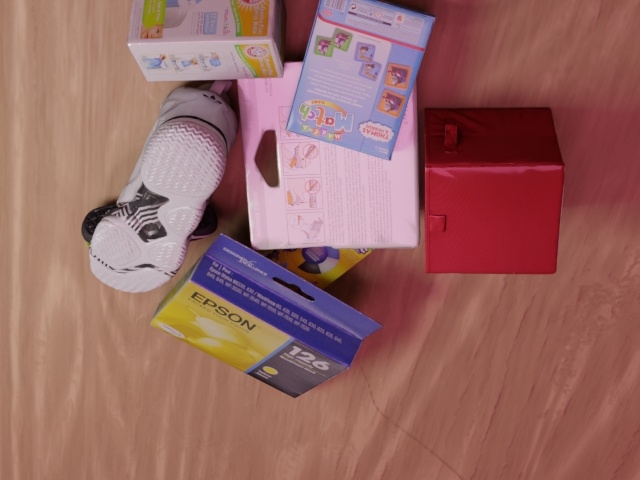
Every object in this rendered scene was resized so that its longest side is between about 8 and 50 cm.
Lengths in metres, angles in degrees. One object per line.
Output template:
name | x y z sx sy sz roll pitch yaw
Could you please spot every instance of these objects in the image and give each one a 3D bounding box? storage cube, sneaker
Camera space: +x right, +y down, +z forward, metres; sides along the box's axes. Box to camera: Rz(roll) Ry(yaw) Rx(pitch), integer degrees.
storage cube | 0.249 -0.076 1.448 0.193 0.183 0.215 1 123 6
sneaker | -0.279 -0.019 1.625 0.235 0.084 0.097 -2 148 9
sneaker | -0.227 -0.086 1.488 0.137 0.210 0.366 28 129 -11

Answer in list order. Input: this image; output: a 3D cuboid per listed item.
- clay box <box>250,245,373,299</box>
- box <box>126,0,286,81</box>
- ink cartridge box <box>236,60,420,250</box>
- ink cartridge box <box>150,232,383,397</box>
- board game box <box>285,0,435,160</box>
clay box | 0.000 0.000 1.603 0.127 0.053 0.222 42 118 -17
box | -0.153 -0.298 1.371 0.203 0.114 0.103 0 159 7
ink cartridge box | 0.017 -0.133 1.472 0.261 0.066 0.296 -1 110 6
ink cartridge box | -0.099 0.140 1.627 0.303 0.072 0.307 30 150 -12
board game box | 0.054 -0.234 1.376 0.160 0.039 0.211 16 110 0
